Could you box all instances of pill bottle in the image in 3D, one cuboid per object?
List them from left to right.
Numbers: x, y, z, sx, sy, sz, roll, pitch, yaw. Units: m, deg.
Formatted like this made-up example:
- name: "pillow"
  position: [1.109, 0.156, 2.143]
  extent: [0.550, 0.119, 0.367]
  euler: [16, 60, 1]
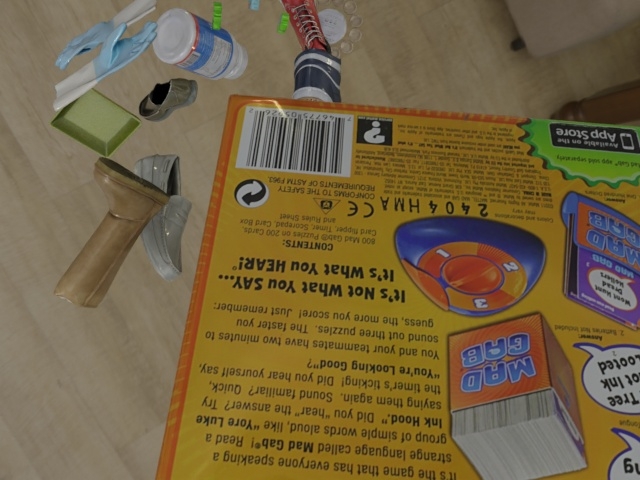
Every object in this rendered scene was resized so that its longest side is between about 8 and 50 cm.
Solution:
- name: "pill bottle"
  position: [-0.271, -0.446, 1.466]
  extent: [0.124, 0.221, 0.124]
  euler: [0, 89, 29]

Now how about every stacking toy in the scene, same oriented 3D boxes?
- name: "stacking toy"
  position: [-0.140, -0.555, 1.343]
  extent: [0.166, 0.052, 0.221]
  euler: [0, 127, -17]

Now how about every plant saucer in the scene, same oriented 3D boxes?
- name: "plant saucer"
  position: [-0.617, -0.336, 1.739]
  extent: [0.188, 0.045, 0.188]
  euler: [-33, 130, 32]

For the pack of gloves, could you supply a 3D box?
- name: "pack of gloves"
  position: [-0.395, -0.358, 1.124]
  extent: [0.232, 0.195, 0.046]
  euler: [-30, 139, 9]

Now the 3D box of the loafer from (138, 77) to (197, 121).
- name: "loafer"
  position: [-0.441, -0.401, 1.748]
  extent: [0.087, 0.251, 0.095]
  euler: [13, 72, -44]

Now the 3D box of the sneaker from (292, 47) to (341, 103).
- name: "sneaker"
  position: [0.006, -0.260, 1.264]
  extent: [0.099, 0.282, 0.153]
  euler: [-3, 67, 10]

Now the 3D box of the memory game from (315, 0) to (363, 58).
- name: "memory game"
  position: [0.026, -0.594, 1.746]
  extent: [0.186, 0.012, 0.186]
  euler: [1, 97, 4]

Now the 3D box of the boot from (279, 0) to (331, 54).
- name: "boot"
  position: [-0.036, -0.547, 1.542]
  extent: [0.088, 0.176, 0.244]
  euler: [-22, 128, 3]

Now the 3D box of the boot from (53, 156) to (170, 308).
- name: "boot"
  position: [-0.408, -0.003, 1.175]
  extent: [0.089, 0.236, 0.270]
  euler: [34, 88, 18]

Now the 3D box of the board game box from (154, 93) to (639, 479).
- name: "board game box"
  position: [0.079, 0.130, 0.584]
  extent: [0.356, 0.356, 0.357]
  euler: [5, 59, 0]

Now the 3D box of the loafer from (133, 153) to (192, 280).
- name: "loafer"
  position: [-0.344, -0.063, 1.413]
  extent: [0.111, 0.112, 0.320]
  euler: [-17, 65, 3]
